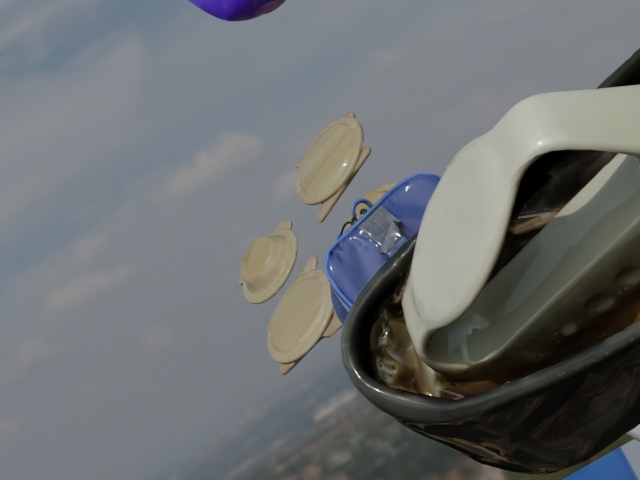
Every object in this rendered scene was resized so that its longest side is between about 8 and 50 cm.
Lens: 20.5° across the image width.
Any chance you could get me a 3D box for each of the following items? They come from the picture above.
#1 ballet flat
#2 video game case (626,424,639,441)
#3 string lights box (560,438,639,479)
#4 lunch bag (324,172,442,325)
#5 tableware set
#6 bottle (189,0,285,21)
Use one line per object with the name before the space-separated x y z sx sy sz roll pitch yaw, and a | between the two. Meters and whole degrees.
ballet flat | 0.102 -0.026 0.430 0.096 0.095 0.280 12 -45 -35
video game case | 0.255 -0.023 0.519 0.036 0.329 0.300 13 -80 -41
string lights box | 0.111 0.201 0.926 0.259 0.077 0.133 -31 -36 7
lunch bag | 0.047 0.020 0.700 0.067 0.098 0.065 -44 -13 -10
tableware set | 0.000 0.000 1.126 0.141 0.020 0.169 -52 31 12
bottle | -0.059 -0.309 1.355 0.092 0.118 0.283 -26 -38 -34
